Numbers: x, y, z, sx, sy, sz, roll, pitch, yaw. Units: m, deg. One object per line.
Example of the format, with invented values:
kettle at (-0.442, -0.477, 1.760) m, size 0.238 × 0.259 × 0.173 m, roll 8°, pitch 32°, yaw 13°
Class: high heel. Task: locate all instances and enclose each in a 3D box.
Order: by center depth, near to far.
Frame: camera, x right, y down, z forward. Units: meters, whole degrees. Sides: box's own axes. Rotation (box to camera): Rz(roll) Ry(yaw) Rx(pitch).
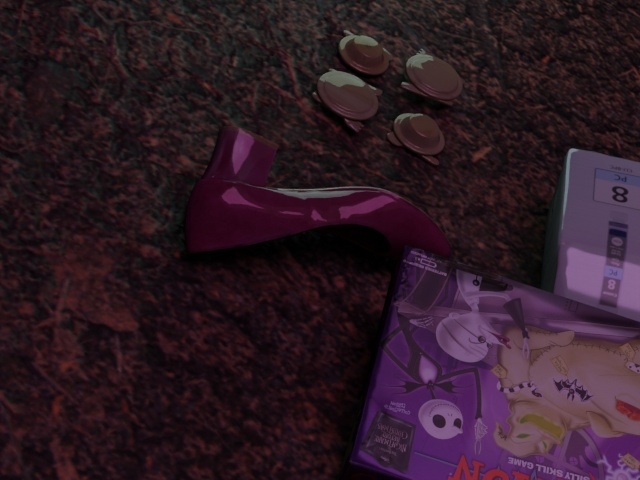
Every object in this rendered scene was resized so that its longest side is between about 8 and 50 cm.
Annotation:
high heel at (0.000, 0.000, 1.366) m, size 0.244 × 0.082 × 0.117 m, roll 26°, pitch 69°, yaw -26°

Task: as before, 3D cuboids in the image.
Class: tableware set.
tableware set at (0.069, -0.149, 1.577) m, size 0.141 × 0.020 × 0.168 m, roll 26°, pitch 43°, yaw -5°

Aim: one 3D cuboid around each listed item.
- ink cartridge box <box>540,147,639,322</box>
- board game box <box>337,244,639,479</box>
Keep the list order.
ink cartridge box at (0.348, 0.092, 1.406) m, size 0.308 × 0.091 × 0.385 m, roll 13°, pitch 41°, yaw 1°
board game box at (0.204, 0.148, 1.278) m, size 0.347 × 0.056 × 0.208 m, roll 18°, pitch 61°, yaw -4°
